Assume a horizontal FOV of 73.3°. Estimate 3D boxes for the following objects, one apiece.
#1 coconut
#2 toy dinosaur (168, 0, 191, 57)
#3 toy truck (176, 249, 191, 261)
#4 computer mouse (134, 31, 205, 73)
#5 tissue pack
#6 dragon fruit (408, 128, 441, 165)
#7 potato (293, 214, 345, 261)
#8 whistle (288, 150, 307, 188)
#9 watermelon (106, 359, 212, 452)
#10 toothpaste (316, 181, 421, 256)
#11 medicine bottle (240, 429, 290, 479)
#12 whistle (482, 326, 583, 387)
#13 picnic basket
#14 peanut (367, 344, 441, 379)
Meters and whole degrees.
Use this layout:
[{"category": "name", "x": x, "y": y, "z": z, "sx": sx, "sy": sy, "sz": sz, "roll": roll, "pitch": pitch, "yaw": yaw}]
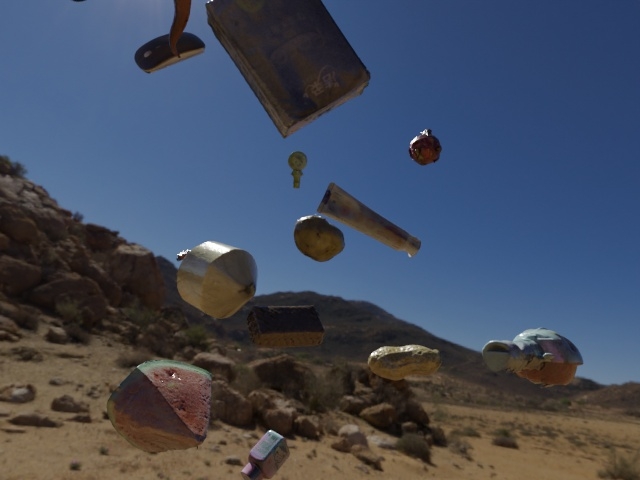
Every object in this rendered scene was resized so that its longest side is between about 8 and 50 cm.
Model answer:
[{"category": "coconut", "x": -0.272, "y": 0.110, "z": 1.184, "sx": 0.221, "sy": 0.202, "sz": 0.202, "roll": 15, "pitch": -10, "yaw": 36}, {"category": "toy dinosaur", "x": -0.288, "y": -0.561, "z": 0.881, "sx": 0.208, "sy": 0.097, "sz": 0.432, "roll": 31, "pitch": -42, "yaw": 26}, {"category": "toy truck", "x": -0.590, "y": 0.064, "z": 1.858, "sx": 0.024, "sy": 0.032, "sz": 0.083, "roll": 10, "pitch": 20, "yaw": 17}, {"category": "computer mouse", "x": -0.521, "y": -0.658, "z": 1.488, "sx": 0.245, "sy": 0.126, "sz": 0.056, "roll": -31, "pitch": -25, "yaw": -19}, {"category": "tissue pack", "x": -0.087, "y": -0.522, "z": 1.182, "sx": 0.288, "sy": 0.394, "sz": 0.124, "roll": -34, "pitch": 2, "yaw": -9}, {"category": "dragon fruit", "x": 0.430, "y": -0.392, "z": 1.754, "sx": 0.125, "sy": 0.246, "sz": 0.125, "roll": -13, "pitch": -54, "yaw": 24}, {"category": "potato", "x": 0.000, "y": 0.000, "z": 0.924, "sx": 0.138, "sy": 0.091, "sz": 0.070, "roll": 33, "pitch": 14, "yaw": -40}, {"category": "whistle", "x": -0.122, "y": -0.376, "z": 2.293, "sx": 0.104, "sy": 0.199, "sz": 0.057, "roll": 2, "pitch": 5, "yaw": 3}, {"category": "watermelon", "x": -0.419, "y": 0.449, "z": 1.222, "sx": 0.292, "sy": 0.251, "sz": 0.283, "roll": -4, "pitch": -40, "yaw": 17}, {"category": "toothpaste", "x": 0.146, "y": -0.050, "z": 1.247, "sx": 0.323, "sy": 0.100, "sz": 0.066, "roll": 29, "pitch": -11, "yaw": -14}, {"category": "medicine bottle", "x": -0.217, "y": 0.859, "z": 1.683, "sx": 0.094, "sy": 0.188, "sz": 0.119, "roll": 10, "pitch": -55, "yaw": 39}, {"category": "whistle", "x": 0.458, "y": 0.256, "z": 0.937, "sx": 0.346, "sy": 0.134, "sz": 0.142, "roll": 14, "pitch": 10, "yaw": -43}, {"category": "picnic basket", "x": -0.082, "y": 0.210, "z": 1.077, "sx": 0.193, "sy": 0.110, "sz": 0.055, "roll": 6, "pitch": -52, "yaw": -29}, {"category": "peanut", "x": 0.196, "y": 0.288, "z": 1.011, "sx": 0.174, "sy": 0.080, "sz": 0.080, "roll": -11, "pitch": -23, "yaw": 20}]
